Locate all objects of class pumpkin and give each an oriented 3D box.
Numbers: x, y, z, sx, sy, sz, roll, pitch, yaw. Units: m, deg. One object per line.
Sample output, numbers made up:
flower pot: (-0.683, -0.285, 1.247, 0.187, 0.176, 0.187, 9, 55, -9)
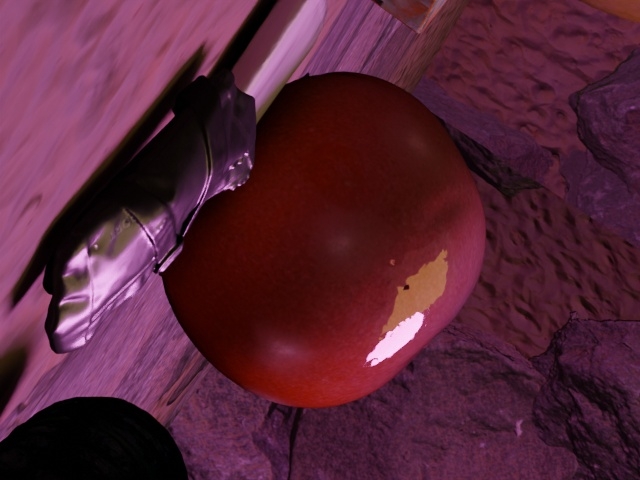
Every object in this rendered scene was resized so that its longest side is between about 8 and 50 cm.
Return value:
pumpkin: (-0.173, 0.178, 1.000, 0.202, 0.140, 0.202, -42, -176, 4)

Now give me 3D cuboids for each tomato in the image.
tomato: (0.000, 0.000, 1.214, 0.256, 0.224, 0.256, -47, 174, -7)

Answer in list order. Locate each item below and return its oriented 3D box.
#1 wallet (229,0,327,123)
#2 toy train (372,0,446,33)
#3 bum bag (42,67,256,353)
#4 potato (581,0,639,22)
wallet: (-0.053, -0.091, 1.058, 0.183, 0.032, 0.124, -54, 178, -4)
toy train: (0.103, -0.261, 1.481, 0.099, 0.072, 0.188, -56, 178, -23)
bum bag: (-0.097, -0.022, 0.909, 0.197, 0.049, 0.087, -51, 159, -33)
potato: (0.305, -0.317, 1.305, 0.319, 0.385, 0.442, -36, -168, 20)
